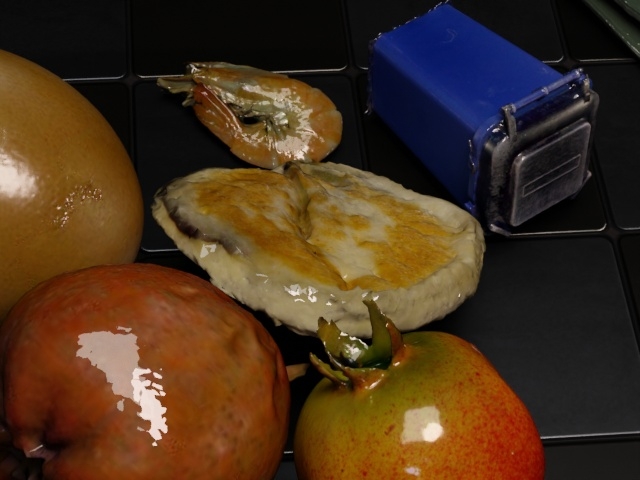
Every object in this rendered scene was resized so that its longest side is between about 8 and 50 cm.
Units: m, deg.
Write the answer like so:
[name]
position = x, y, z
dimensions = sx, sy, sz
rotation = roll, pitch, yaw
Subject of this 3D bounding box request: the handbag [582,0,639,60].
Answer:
[handbag]
position = 0.439, -0.304, 1.948
dimensions = 0.248, 0.079, 0.260
rotation = -29, 58, -24

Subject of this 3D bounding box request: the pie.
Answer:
[pie]
position = 0.000, -0.001, 1.613
dimensions = 0.339, 0.077, 0.339
rotation = 12, 22, -5

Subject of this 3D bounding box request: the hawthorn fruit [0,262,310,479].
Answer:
[hawthorn fruit]
position = -0.141, 0.147, 1.448
dimensions = 0.298, 0.277, 0.277
rotation = -18, 54, -27

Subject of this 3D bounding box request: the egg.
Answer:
[egg]
position = -0.338, -0.045, 1.568
dimensions = 0.351, 0.282, 0.282
rotation = 20, 53, 9

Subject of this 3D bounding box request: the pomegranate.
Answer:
[pomegranate]
position = 0.075, 0.172, 1.442
dimensions = 0.221, 0.256, 0.221
rotation = -26, 15, 8

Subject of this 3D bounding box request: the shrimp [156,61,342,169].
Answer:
[shrimp]
position = -0.081, -0.140, 1.809
dimensions = 0.217, 0.051, 0.115
rotation = 20, 55, 10

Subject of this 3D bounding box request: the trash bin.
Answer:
[trash bin]
position = 0.165, -0.141, 1.745
dimensions = 0.163, 0.184, 0.234
rotation = -28, 52, -24
